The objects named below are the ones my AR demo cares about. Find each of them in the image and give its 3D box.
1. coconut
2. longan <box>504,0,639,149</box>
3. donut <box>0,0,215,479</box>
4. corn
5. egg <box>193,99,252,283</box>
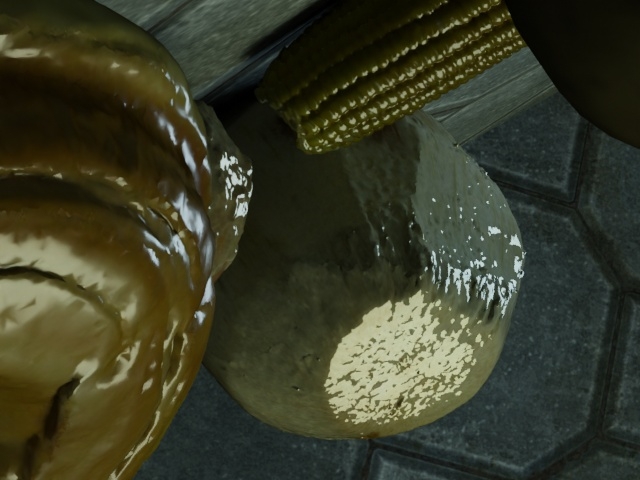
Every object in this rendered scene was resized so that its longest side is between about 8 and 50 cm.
[{"bbox_3d":[0.000,0.000,1.824,0.344,0.415,0.415,-42,174,8],"label":"coconut"},{"bbox_3d":[0.310,-0.229,1.221,0.404,0.336,0.404,-17,149,-11],"label":"longan"},{"bbox_3d":[-0.243,0.050,0.871,0.449,0.198,0.449,-23,148,-16],"label":"donut"},{"bbox_3d":[0.104,-0.194,1.577,0.344,0.131,0.131,-32,176,10],"label":"corn"},{"bbox_3d":[-0.164,-0.018,1.346,0.233,0.195,0.195,-30,176,6],"label":"egg"}]
